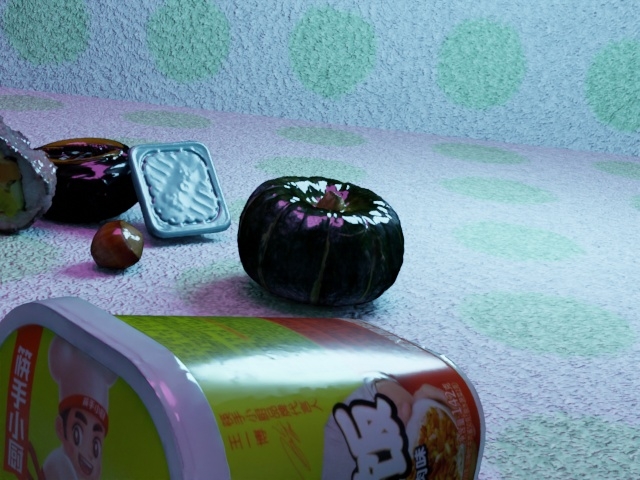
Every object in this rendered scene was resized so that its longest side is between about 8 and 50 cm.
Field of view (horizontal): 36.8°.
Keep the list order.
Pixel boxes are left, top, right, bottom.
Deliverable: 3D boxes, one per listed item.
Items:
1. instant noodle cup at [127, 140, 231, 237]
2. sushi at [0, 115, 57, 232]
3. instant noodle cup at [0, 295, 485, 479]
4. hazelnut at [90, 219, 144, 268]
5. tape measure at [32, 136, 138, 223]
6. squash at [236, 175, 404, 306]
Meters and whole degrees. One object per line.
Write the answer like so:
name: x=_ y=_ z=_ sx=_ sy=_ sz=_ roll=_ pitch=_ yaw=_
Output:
instant noodle cup: x=-0.252 y=-0.081 z=1.662 sx=0.157 sy=0.179 sz=0.070 roll=-7 pitch=-20 yaw=-35
sushi: x=-0.550 y=-0.118 z=1.575 sx=0.241 sy=0.161 sz=0.107 roll=40 pitch=15 yaw=-15
instant noodle cup: x=-0.055 y=0.175 z=0.702 sx=0.308 sy=0.294 sz=0.294 roll=-1 pitch=16 yaw=-45
hazelnut: x=-0.309 y=0.010 z=1.464 sx=0.086 sy=0.086 sz=0.086 roll=5 pitch=16 yaw=-2
tape measure: x=-0.420 y=-0.109 z=1.724 sx=0.223 sy=0.135 sz=0.202 roll=10 pitch=27 yaw=23
squash: x=0.000 y=0.000 z=1.429 sx=0.252 sy=0.165 sz=0.252 roll=8 pitch=16 yaw=-2
